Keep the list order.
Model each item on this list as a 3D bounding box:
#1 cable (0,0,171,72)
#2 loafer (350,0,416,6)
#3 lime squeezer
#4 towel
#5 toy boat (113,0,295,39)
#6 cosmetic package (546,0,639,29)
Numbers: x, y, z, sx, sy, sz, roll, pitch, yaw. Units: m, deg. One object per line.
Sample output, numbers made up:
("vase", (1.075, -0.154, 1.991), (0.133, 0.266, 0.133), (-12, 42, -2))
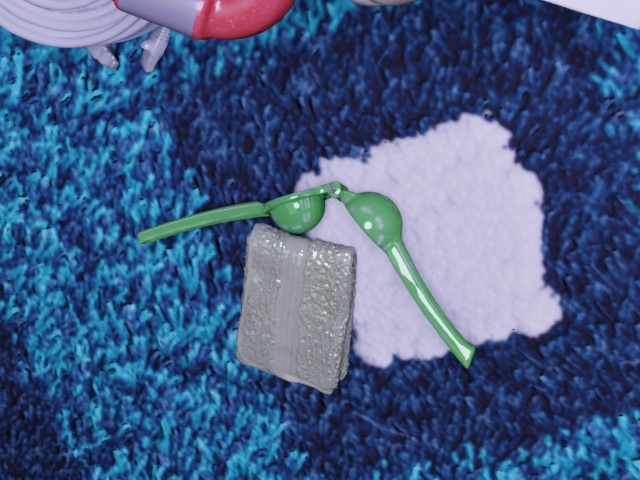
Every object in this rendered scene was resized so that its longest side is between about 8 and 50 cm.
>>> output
("cable", (-0.202, -0.283, 1.016), (0.257, 0.089, 0.257), (37, 119, 3))
("loafer", (0.060, -0.255, 0.680), (0.092, 0.102, 0.268), (25, 125, 43))
("lime squeezer", (0.000, 0.000, 1.070), (0.310, 0.059, 0.110), (20, 108, 14))
("towel", (-0.022, 0.062, 1.126), (0.110, 0.027, 0.148), (14, 116, 14))
("toy boat", (-0.068, -0.226, 0.724), (0.151, 0.151, 0.231), (21, 111, 3))
("cosmetic package", (0.190, -0.277, 0.791), (0.138, 0.224, 0.224), (20, 117, 13))
